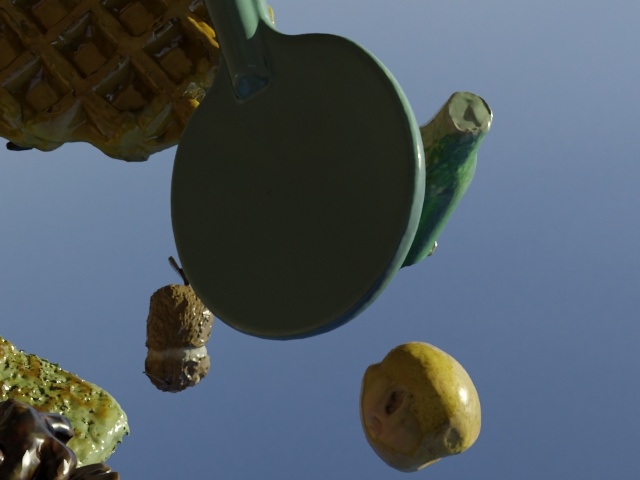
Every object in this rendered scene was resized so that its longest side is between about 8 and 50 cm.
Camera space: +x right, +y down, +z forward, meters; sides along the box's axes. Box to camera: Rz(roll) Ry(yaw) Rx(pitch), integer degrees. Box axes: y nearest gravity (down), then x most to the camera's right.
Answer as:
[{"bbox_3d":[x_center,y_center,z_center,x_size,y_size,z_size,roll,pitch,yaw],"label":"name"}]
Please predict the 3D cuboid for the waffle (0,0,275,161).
[{"bbox_3d":[-0.230,-0.265,1.332,0.382,0.380,0.095,-2,166,3],"label":"waffle"}]

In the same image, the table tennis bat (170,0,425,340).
[{"bbox_3d":[-0.028,-0.066,0.688,0.153,0.040,0.244,-29,-115,27],"label":"table tennis bat"}]

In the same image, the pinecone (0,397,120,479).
[{"bbox_3d":[-0.435,0.349,1.557,0.397,0.398,0.398,-24,-154,12],"label":"pinecone"}]

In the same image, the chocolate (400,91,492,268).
[{"bbox_3d":[0.119,-0.070,1.492,0.110,0.110,0.291,-44,171,-28],"label":"chocolate"}]

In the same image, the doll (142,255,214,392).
[{"bbox_3d":[-0.218,0.129,2.086,0.105,0.115,0.221,3,-104,23],"label":"doll"}]

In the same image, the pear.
[{"bbox_3d":[0.133,0.226,1.825,0.178,0.178,0.178,-24,-154,12],"label":"pear"}]

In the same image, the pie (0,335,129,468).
[{"bbox_3d":[-0.560,0.324,2.263,0.418,0.180,0.395,20,-139,6],"label":"pie"}]
